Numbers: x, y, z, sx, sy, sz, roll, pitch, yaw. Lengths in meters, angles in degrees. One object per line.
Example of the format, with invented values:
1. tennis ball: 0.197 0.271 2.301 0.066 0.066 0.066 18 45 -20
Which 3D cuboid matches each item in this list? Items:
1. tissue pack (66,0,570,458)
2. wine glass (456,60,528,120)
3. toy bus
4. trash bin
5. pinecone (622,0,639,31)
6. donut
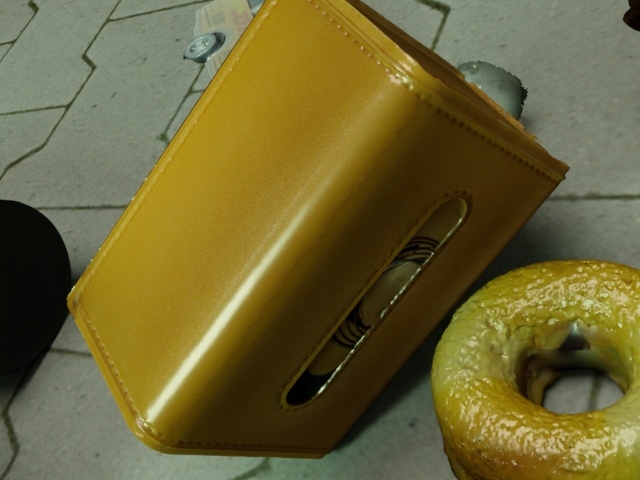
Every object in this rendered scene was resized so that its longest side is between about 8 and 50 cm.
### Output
1. tissue pack: 0.000 0.000 0.551 0.275 0.194 0.145 -52 52 18
2. wine glass: 0.113 -0.068 0.686 0.072 0.072 0.155 7 60 39
3. toy bus: -0.050 -0.153 0.860 0.138 0.097 0.343 -28 41 3
4. trash bin: -0.446 0.033 0.889 0.333 0.214 0.214 2 55 31
5. pinecone: 0.328 -0.203 0.576 0.185 0.169 0.212 36 64 17
6. donut: 0.152 0.087 0.517 0.190 0.075 0.174 11 61 40
